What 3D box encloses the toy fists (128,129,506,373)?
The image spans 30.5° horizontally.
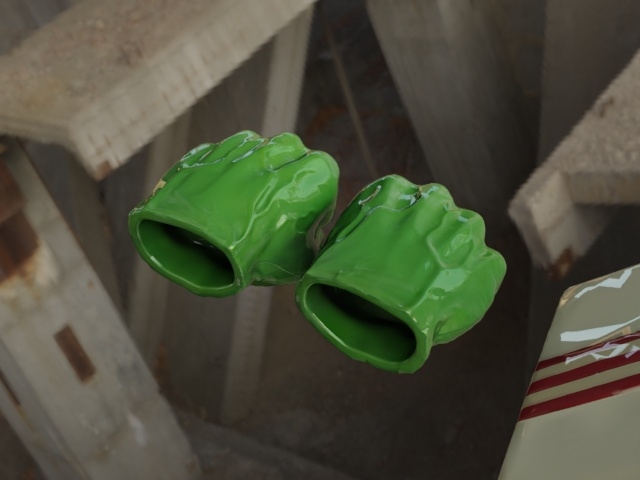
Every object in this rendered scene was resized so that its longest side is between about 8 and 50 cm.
[{"bbox_3d":[0.000,0.000,0.878,0.279,0.096,0.142,20,48,25],"label":"toy fists"}]

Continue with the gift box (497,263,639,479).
[{"bbox_3d":[0.280,0.150,0.663,0.258,0.255,0.276,-25,26,36],"label":"gift box"}]
